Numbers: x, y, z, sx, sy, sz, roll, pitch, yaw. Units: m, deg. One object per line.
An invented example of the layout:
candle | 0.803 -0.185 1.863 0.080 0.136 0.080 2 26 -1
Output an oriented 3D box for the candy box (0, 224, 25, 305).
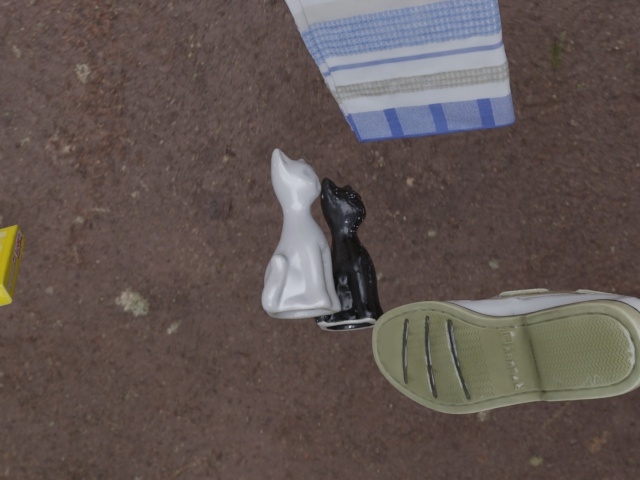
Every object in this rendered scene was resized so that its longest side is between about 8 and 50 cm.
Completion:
candy box | -0.388 0.047 0.664 0.206 0.105 0.027 -16 124 -5

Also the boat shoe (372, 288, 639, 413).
boat shoe | 0.185 0.105 0.686 0.302 0.103 0.113 -6 89 47

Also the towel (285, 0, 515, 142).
towel | 0.089 -0.209 0.756 0.209 0.034 0.285 -3 148 22

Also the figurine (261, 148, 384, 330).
figurine | 0.000 0.000 0.914 0.092 0.209 0.215 -11 162 26
